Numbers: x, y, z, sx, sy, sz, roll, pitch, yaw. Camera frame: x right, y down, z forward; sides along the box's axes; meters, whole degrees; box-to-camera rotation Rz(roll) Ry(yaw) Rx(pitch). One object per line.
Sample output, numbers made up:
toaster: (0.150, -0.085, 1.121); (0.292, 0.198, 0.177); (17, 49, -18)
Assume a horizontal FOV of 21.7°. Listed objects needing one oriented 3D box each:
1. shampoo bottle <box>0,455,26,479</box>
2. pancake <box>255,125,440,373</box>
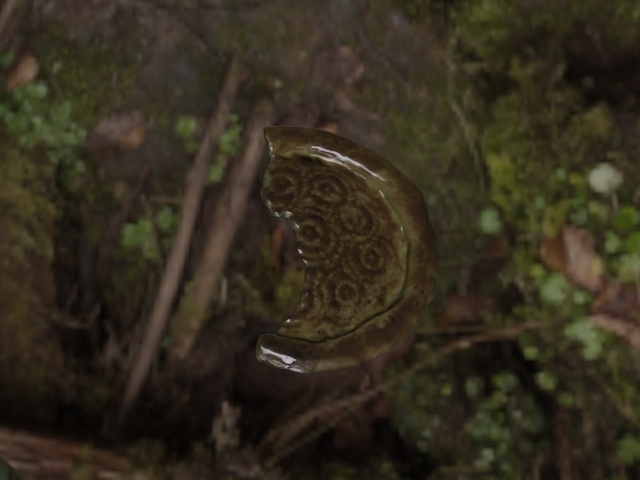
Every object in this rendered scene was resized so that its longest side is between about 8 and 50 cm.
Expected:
shampoo bottle: (-0.227, 0.131, 1.010); (0.041, 0.069, 0.190); (-29, 115, 21)
pancake: (0.000, 0.000, 1.184); (0.184, 0.190, 0.020); (-30, 163, -26)
